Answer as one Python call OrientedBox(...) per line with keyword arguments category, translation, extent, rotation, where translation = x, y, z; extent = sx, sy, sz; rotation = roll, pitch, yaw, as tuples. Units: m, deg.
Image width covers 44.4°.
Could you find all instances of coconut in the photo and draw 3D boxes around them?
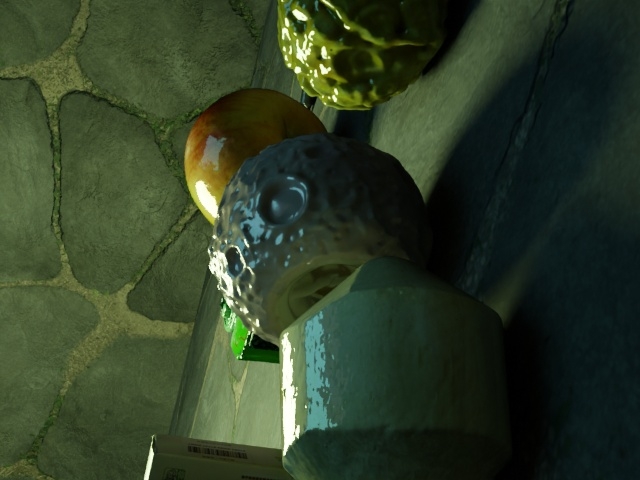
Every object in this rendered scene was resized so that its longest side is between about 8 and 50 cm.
OrientedBox(category="coconut", translation=(0.061, 0.120, 0.675), extent=(0.202, 0.202, 0.221), rotation=(123, 154, -56))

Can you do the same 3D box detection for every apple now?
OrientedBox(category="apple", translation=(-0.107, -0.135, 1.420), extent=(0.233, 0.286, 0.285), rotation=(-37, 39, 42))

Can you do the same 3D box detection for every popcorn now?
OrientedBox(category="popcorn", translation=(0.053, -0.311, 1.044), extent=(0.258, 0.224, 0.270), rotation=(-146, 62, -83))

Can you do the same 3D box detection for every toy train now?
OrientedBox(category="toy train", translation=(-0.101, 0.117, 1.495), extent=(0.188, 0.133, 0.243), rotation=(-127, 51, -62))

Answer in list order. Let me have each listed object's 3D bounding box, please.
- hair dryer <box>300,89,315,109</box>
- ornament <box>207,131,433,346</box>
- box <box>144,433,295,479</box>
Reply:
OrientedBox(category="hair dryer", translation=(-0.015, -0.400, 1.760), extent=(0.114, 0.071, 0.247), rotation=(-118, 34, -68))
OrientedBox(category="ornament", translation=(0.000, 0.000, 0.913), extent=(0.225, 0.260, 0.259), rotation=(-102, 27, -48))
OrientedBox(category="box", translation=(-0.093, 0.344, 0.960), extent=(0.062, 0.261, 0.175), rotation=(-143, 65, -75))
